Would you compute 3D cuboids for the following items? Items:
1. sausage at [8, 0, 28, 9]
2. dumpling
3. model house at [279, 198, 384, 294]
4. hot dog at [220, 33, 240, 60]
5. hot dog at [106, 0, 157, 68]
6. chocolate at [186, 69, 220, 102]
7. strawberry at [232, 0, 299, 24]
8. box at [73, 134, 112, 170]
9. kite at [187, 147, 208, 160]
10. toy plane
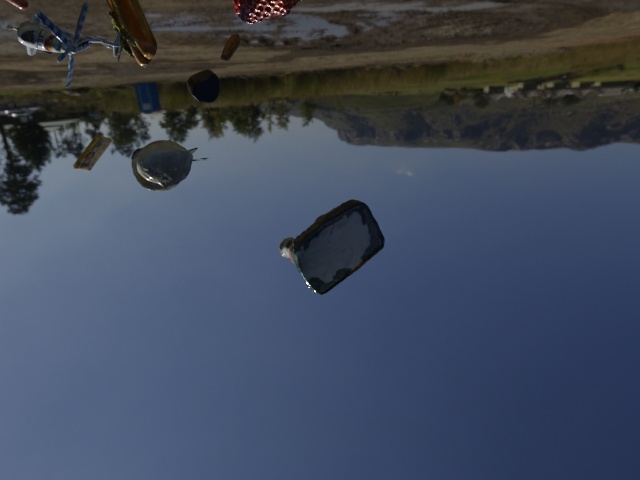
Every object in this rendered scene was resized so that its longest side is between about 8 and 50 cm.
[{"bbox_3d":[-1.093,-0.860,1.507,0.131,0.039,0.041,29,-165,-49],"label":"sausage"},{"bbox_3d":[-0.458,-0.218,1.255,0.176,0.150,0.092,-14,-147,-14],"label":"dumpling"},{"bbox_3d":[0.000,0.000,1.329,0.271,0.190,0.301,-38,-159,-15],"label":"model house"},{"bbox_3d":[-0.364,-0.777,1.738,0.038,0.062,0.144,20,-118,0],"label":"hot dog"},{"bbox_3d":[-0.678,-0.780,1.514,0.100,0.337,0.135,-31,-163,-38],"label":"hot dog"},{"bbox_3d":[-0.477,-0.633,1.739,0.080,0.125,0.148,41,-153,17],"label":"chocolate"},{"bbox_3d":[-0.221,-0.936,1.625,0.253,0.150,0.280,-29,-134,10],"label":"strawberry"},{"bbox_3d":[-0.794,-0.302,1.505,0.020,0.149,0.073,42,-171,3],"label":"box"},{"bbox_3d":[-0.577,-0.337,1.813,0.229,0.012,0.250,-25,173,38],"label":"kite"},{"bbox_3d":[-0.542,-0.451,0.941,0.107,0.182,0.273,26,-137,-5],"label":"toy plane"}]
